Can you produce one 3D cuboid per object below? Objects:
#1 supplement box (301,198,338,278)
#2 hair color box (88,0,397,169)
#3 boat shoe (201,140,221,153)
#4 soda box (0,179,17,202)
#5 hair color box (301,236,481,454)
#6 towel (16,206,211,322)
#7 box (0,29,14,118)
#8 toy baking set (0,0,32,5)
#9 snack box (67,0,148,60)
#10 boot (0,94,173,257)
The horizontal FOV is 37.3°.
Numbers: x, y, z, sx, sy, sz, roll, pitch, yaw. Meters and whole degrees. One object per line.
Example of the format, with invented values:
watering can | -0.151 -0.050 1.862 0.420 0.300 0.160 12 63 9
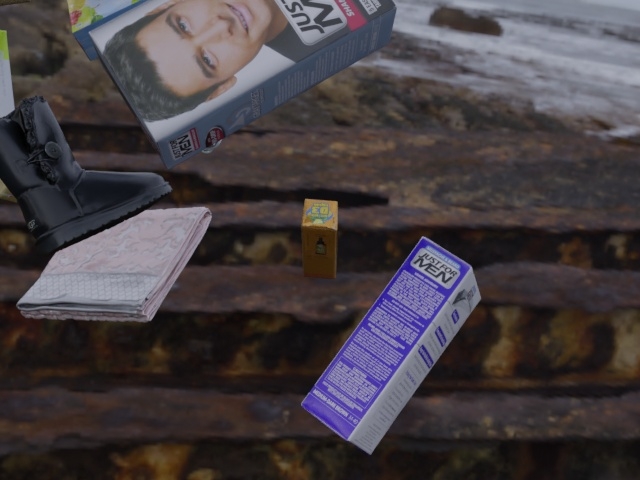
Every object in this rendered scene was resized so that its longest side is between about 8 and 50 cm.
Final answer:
supplement box | 0.000 0.000 2.090 0.078 0.080 0.233 5 -27 3
hair color box | -0.103 -0.280 1.312 0.374 0.185 0.113 -31 -12 -9
boat shoe | -0.238 -0.223 1.848 0.113 0.104 0.306 0 -8 -15
soda box | -0.626 -0.157 1.808 0.181 0.061 0.058 48 10 19
hair color box | 0.124 0.178 1.572 0.110 0.339 0.185 35 -8 23
towel | -0.427 0.042 1.973 0.332 0.053 0.317 -1 40 25
box | -0.598 -0.278 1.698 0.109 0.178 0.042 -4 2 36
toy baking set | -0.502 -0.418 1.358 0.256 0.196 0.030 -7 45 15
snack box | -0.347 -0.423 1.648 0.175 0.070 0.207 -24 45 3
boot | -0.342 -0.111 1.327 0.094 0.207 0.246 -26 3 43
